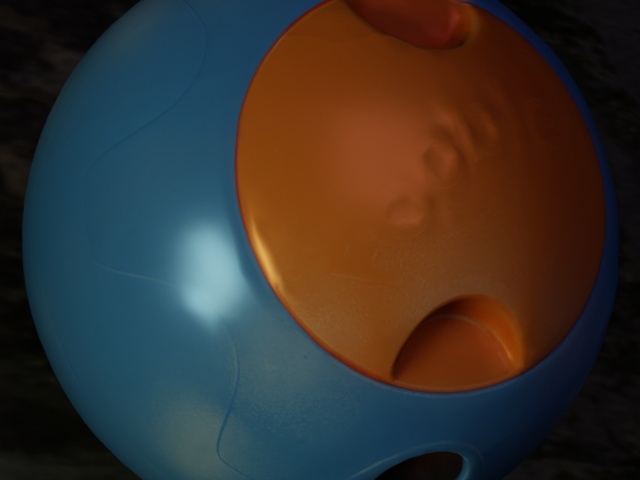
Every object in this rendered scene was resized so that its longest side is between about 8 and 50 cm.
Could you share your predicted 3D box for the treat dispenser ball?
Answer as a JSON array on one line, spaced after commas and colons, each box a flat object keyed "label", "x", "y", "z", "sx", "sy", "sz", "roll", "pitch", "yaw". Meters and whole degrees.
[{"label": "treat dispenser ball", "x": 0.000, "y": 0.000, "z": 0.850, "sx": 0.288, "sy": 0.288, "sz": 0.288, "roll": 13, "pitch": 52, "yaw": -18}]
